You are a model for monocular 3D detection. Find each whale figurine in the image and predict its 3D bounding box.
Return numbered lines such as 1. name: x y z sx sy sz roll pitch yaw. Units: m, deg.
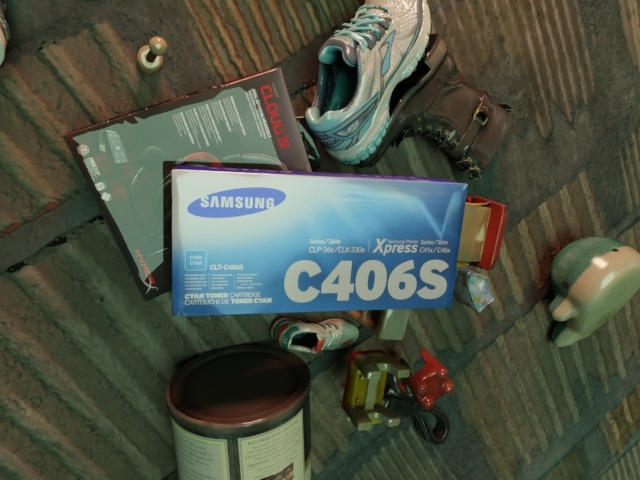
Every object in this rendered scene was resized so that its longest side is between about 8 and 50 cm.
1. whale figurine: 0.555 0.107 0.972 0.216 0.141 0.272 -19 135 -18

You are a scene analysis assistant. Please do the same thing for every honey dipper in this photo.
1. honey dipper: -0.192 -0.215 0.523 0.030 0.160 0.030 -6 105 -23

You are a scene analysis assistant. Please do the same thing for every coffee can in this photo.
1. coffee can: -0.112 0.326 0.681 0.201 0.201 0.275 -7 107 -22

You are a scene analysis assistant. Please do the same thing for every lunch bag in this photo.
1. lunch bag: 0.278 0.082 0.858 0.053 0.071 0.083 -38 114 -12

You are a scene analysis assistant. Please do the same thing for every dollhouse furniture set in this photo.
1. dollhouse furniture set: 0.145 0.097 0.756 0.201 0.152 0.374 5 101 -25

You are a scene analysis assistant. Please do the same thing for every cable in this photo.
1. cable: 0.165 0.313 0.897 0.287 0.072 0.139 33 72 -39

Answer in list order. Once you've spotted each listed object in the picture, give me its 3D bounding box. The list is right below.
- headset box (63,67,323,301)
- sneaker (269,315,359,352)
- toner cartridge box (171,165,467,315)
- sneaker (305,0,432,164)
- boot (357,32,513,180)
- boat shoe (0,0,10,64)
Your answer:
1. headset box: -0.138 -0.086 0.610 0.293 0.110 0.218 -23 111 -16
2. sneaker: 0.001 0.165 0.757 0.161 0.075 0.057 10 100 -25
3. toner cartridge box: 0.000 0.000 0.561 0.348 0.075 0.165 0 102 -15
4. sneaker: 0.063 -0.252 0.620 0.122 0.110 0.283 23 84 -53
5. boot: 0.196 -0.173 0.743 0.229 0.091 0.263 37 85 -26
6. boat shoe: -0.487 -0.231 0.446 0.319 0.116 0.099 -2 62 -16
